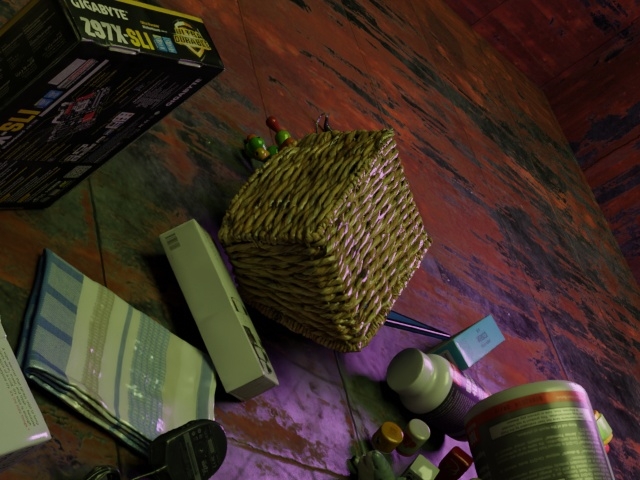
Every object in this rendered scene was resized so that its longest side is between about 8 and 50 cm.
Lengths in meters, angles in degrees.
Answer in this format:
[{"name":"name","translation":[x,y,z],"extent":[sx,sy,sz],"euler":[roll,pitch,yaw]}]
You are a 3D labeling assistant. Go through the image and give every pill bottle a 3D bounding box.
[{"name":"pill bottle","translation":[0.367,0.421,1.695],"extent":[0.210,0.210,0.362],"euler":[24,45,-48]},{"name":"pill bottle","translation":[0.202,0.260,1.842],"extent":[0.193,0.108,0.108],"euler":[37,30,-35]}]

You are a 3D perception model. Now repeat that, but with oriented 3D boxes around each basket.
[{"name":"basket","translation":[0.000,0.000,1.609],"extent":[0.299,0.214,0.223],"euler":[-55,134,-43]}]

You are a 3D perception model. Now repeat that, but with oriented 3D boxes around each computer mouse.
[{"name":"computer mouse","translation":[-0.194,0.256,1.184],"extent":[0.242,0.041,0.071],"euler":[-17,97,-49]}]

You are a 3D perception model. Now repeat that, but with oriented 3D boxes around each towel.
[{"name":"towel","translation":[-0.232,0.150,1.291],"extent":[0.285,0.034,0.209],"euler":[40,28,-30]}]

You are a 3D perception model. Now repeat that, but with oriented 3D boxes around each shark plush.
[{"name":"shark plush","translation":[0.108,0.369,1.584],"extent":[0.161,0.067,0.073],"euler":[48,25,-15]}]

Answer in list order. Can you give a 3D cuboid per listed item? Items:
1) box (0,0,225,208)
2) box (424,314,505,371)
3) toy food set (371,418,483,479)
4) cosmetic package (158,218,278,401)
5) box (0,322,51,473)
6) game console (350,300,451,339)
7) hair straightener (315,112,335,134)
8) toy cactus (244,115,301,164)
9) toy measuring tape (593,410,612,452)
[{"name":"box","translation":[-0.299,-0.143,1.189],"extent":[0.257,0.322,0.079],"euler":[-2,62,-61]},{"name":"box","translation":[0.261,0.208,2.025],"extent":[0.060,0.101,0.244],"euler":[60,25,7]},{"name":"toy food set","translation":[0.170,0.381,1.690],"extent":[0.232,0.104,0.111],"euler":[39,38,7]},{"name":"cosmetic package","translation":[-0.136,0.095,1.461],"extent":[0.239,0.061,0.099],"euler":[64,0,18]},{"name":"box","translation":[-0.398,0.106,0.934],"extent":[0.262,0.127,0.231],"euler":[60,24,10]},{"name":"game console","translation":[0.066,0.043,1.774],"extent":[0.293,0.173,0.250],"euler":[19,60,-53]},{"name":"hair straightener","translation":[0.062,-0.162,2.191],"extent":[0.230,0.047,0.089],"euler":[56,24,3]},{"name":"toy cactus","translation":[-0.059,-0.116,1.875],"extent":[0.180,0.112,0.219],"euler":[55,14,-24]},{"name":"toy measuring tape","translation":[0.536,0.424,2.233],"extent":[0.121,0.121,0.330],"euler":[57,25,5]}]
